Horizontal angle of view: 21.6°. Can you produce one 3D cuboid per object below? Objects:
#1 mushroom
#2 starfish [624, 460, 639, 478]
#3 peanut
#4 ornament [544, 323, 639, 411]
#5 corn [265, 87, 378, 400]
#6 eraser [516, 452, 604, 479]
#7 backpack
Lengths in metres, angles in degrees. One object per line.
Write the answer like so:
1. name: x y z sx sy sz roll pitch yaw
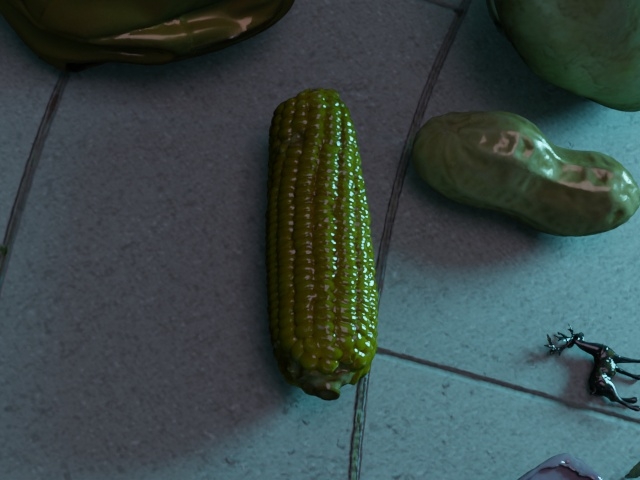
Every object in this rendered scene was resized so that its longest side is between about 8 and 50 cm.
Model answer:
1. mushroom: 0.343 -0.318 2.012 0.352 0.260 0.352 12 72 -44
2. starfish: 0.495 0.344 1.733 0.384 0.132 0.398 9 35 -53
3. peanut: 0.241 -0.081 1.922 0.275 0.125 0.111 17 47 -11
4. ornament: 0.307 0.140 1.880 0.125 0.028 0.073 26 56 -7
5. corn: 0.000 0.000 1.792 0.120 0.120 0.363 7 61 -16
6. eraser: 0.253 0.415 1.649 0.272 0.122 0.359 -28 75 -30
7. backpack: -0.196 -0.365 1.880 0.378 0.201 0.353 -12 71 -22
